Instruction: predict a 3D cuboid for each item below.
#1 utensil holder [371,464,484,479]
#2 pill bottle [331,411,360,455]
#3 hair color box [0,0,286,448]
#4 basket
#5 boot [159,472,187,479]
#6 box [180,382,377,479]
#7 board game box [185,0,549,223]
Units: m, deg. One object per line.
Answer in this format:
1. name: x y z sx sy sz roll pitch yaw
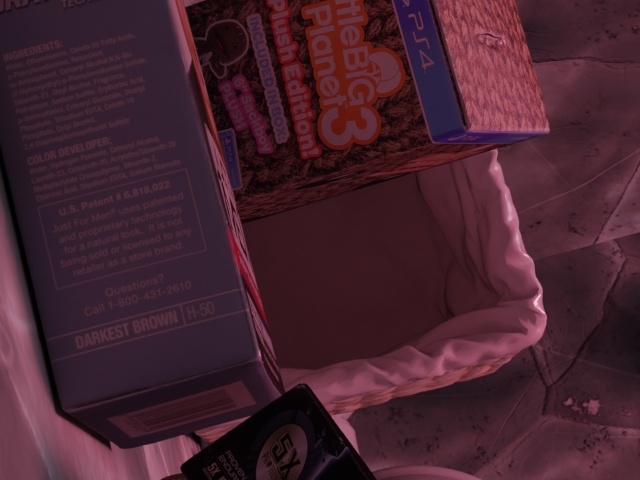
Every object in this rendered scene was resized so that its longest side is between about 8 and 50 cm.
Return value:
1. utensil holder: 0.102 0.393 1.749 0.385 0.328 0.327 64 11 -87
2. pill bottle: -0.049 0.139 2.159 0.169 0.169 0.301 76 -1 -63
3. hair color box: -0.123 -0.080 1.060 0.185 0.114 0.374 77 -3 -77
4. basket: 0.000 0.000 1.667 0.266 0.328 0.331 86 -11 -76
5. boot: -0.073 0.184 0.979 0.165 0.077 0.213 72 2 -49
6. box: 0.015 0.172 0.945 0.147 0.077 0.180 55 -2 23
7. board game box: -0.011 -0.106 1.328 0.232 0.291 0.141 -8 83 -69
